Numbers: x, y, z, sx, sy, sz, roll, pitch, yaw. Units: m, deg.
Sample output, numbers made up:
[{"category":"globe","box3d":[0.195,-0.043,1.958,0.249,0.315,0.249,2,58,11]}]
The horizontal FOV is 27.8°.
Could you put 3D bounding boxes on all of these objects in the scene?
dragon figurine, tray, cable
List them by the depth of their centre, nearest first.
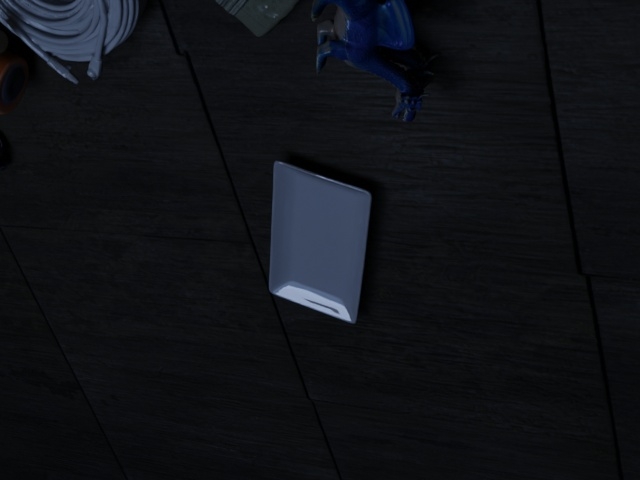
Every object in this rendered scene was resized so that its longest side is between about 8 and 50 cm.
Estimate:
[{"category":"dragon figurine","box3d":[0.064,-0.263,1.476,0.144,0.085,0.289,-1,134,4]},{"category":"cable","box3d":[-0.338,-0.352,1.650,0.257,0.089,0.257,39,138,-5]},{"category":"tray","box3d":[0.000,0.000,1.830,0.145,0.030,0.270,19,137,14]}]

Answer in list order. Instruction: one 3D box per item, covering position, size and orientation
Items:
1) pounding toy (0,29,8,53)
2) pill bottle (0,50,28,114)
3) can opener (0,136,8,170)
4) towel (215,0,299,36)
[{"category":"pounding toy","box3d":[-0.494,-0.285,1.701,0.206,0.094,0.181,23,100,11]},{"category":"pill bottle","box3d":[-0.540,-0.259,1.830,0.246,0.130,0.130,22,138,12]},{"category":"can opener","box3d":[-0.562,-0.168,1.986,0.186,0.059,0.073,36,139,-5]},{"category":"towel","box3d":[-0.102,-0.423,1.476,0.312,0.056,0.324,38,137,-11]}]
